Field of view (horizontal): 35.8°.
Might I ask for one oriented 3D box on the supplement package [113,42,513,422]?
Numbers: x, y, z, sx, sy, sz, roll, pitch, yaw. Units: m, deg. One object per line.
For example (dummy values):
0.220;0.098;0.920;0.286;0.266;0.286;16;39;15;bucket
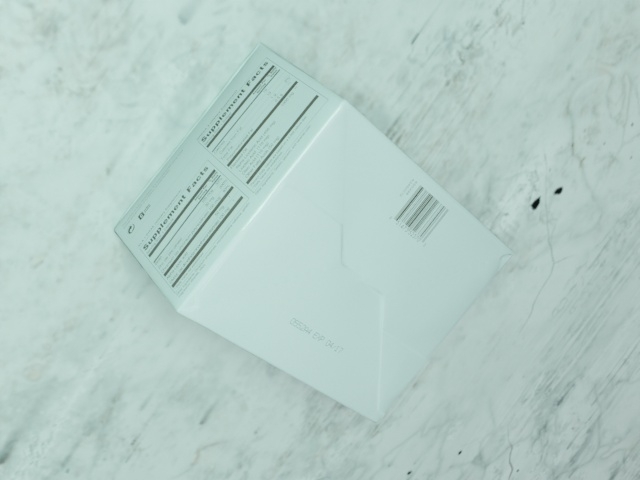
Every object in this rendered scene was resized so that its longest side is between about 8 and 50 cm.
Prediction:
0.000;0.000;0.855;0.204;0.145;0.262;-52;132;3;supplement package
